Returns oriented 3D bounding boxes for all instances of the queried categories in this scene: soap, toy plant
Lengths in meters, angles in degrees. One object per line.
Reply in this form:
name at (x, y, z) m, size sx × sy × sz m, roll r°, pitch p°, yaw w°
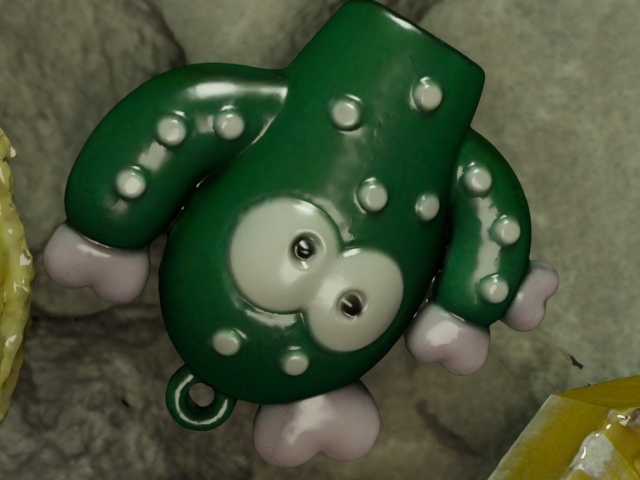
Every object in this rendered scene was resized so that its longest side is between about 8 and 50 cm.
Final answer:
soap at (0.212, 0.177, 0.956) m, size 0.232 × 0.073 × 0.140 m, roll 47°, pitch 68°, yaw -21°
toy plant at (-0.005, -0.001, 0.858) m, size 0.243 × 0.112 × 0.232 m, roll -35°, pitch 106°, yaw -3°

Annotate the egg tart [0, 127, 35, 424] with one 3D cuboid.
egg tart at (-0.298, 0.036, 0.809) m, size 0.341 × 0.132 × 0.341 m, roll -3°, pitch 108°, yaw -9°
